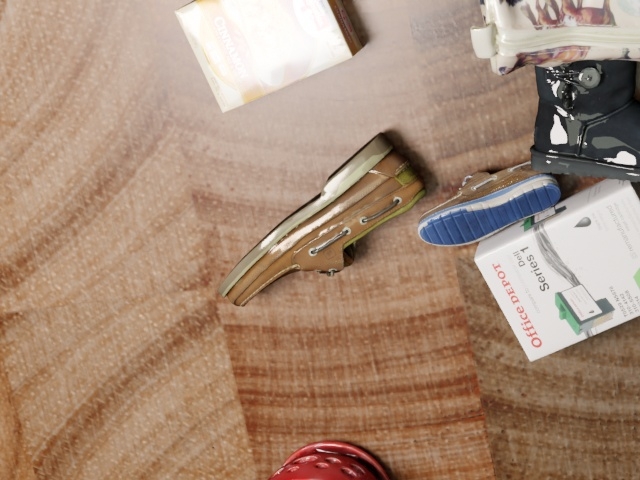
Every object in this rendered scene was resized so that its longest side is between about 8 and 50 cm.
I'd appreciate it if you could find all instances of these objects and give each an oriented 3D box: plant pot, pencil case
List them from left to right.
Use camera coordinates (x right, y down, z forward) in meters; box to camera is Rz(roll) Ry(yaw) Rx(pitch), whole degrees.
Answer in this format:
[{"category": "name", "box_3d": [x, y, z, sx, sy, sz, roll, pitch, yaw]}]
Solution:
[{"category": "plant pot", "box_3d": [0.006, 0.368, 2.102, 0.191, 0.174, 0.191, 4, 110, 12]}, {"category": "pencil case", "box_3d": [0.367, -0.261, 1.728, 0.410, 0.183, 0.159, 0, 125, 3]}]

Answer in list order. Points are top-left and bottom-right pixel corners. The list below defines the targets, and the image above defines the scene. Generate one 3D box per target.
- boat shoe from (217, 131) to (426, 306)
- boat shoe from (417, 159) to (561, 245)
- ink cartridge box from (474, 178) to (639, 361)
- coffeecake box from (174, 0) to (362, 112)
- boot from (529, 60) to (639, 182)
[{"category": "boat shoe", "box_3d": [0.000, 0.000, 2.012, 0.307, 0.111, 0.104, -41, 94, 22]}, {"category": "boat shoe", "box_3d": [0.206, -0.049, 1.970, 0.183, 0.066, 0.066, -18, 137, 6]}, {"category": "ink cartridge box", "box_3d": [0.323, 0.032, 1.957, 0.219, 0.092, 0.160, -27, 100, 19]}, {"category": "coffeecake box", "box_3d": [-0.063, -0.262, 1.961, 0.185, 0.068, 0.142, -22, 101, 18]}, {"category": "boot", "box_3d": [0.368, -0.179, 1.874, 0.247, 0.094, 0.207, 5, 111, 14]}]
